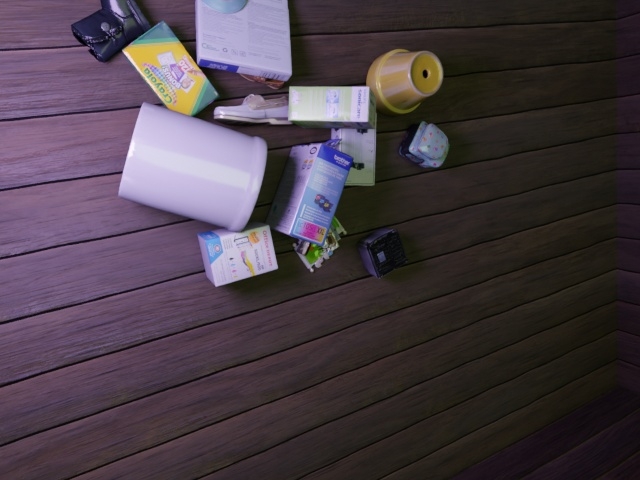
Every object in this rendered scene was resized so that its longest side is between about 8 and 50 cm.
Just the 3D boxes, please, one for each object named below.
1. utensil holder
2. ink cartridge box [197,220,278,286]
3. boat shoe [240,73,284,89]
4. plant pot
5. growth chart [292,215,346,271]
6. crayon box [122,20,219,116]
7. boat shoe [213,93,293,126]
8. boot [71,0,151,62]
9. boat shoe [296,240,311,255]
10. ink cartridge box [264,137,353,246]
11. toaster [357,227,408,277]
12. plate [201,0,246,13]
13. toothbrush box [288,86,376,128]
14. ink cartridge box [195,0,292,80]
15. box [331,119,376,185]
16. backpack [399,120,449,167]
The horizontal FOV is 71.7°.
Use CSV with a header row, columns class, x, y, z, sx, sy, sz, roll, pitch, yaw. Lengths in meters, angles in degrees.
class,x,y,z,sx,sy,sz,roll,pitch,yaw
utensil holder,-0.407,-0.229,1.418,0.385,0.327,0.328,15,91,-24
ink cartridge box,-0.298,0.040,1.594,0.232,0.168,0.172,-15,104,-23
boat shoe,-0.210,-0.602,1.599,0.177,0.060,0.064,14,92,-26
plant pot,0.348,-0.637,1.755,0.253,0.239,0.254,-4,100,-25
growth chart,0.000,0.000,1.809,0.237,0.021,0.172,-47,113,-10
crayon box,-0.489,-0.544,1.460,0.165,0.081,0.279,-41,112,-9
boat shoe,-0.240,-0.467,1.585,0.302,0.113,0.104,-8,100,-34
boot,-0.674,-0.699,1.350,0.207,0.094,0.247,-42,118,-18
boat shoe,-0.053,-0.017,1.742,0.049,0.056,0.153,19,86,8
ink cartridge box,-0.039,-0.201,1.622,0.151,0.270,0.396,18,90,-28
toaster,0.260,0.043,1.887,0.168,0.110,0.186,-29,109,-19
plate,-0.332,-0.848,1.472,0.188,0.024,0.188,5,76,-23
toothbrush box,0.048,-0.473,1.589,0.282,0.206,0.122,3,97,13
ink cartridge box,-0.264,-0.738,1.532,0.323,0.071,0.331,1,78,-25
box,0.130,-0.365,1.778,0.169,0.087,0.290,-4,99,-24
backpack,0.461,-0.402,1.897,0.188,0.144,0.166,29,80,-28
